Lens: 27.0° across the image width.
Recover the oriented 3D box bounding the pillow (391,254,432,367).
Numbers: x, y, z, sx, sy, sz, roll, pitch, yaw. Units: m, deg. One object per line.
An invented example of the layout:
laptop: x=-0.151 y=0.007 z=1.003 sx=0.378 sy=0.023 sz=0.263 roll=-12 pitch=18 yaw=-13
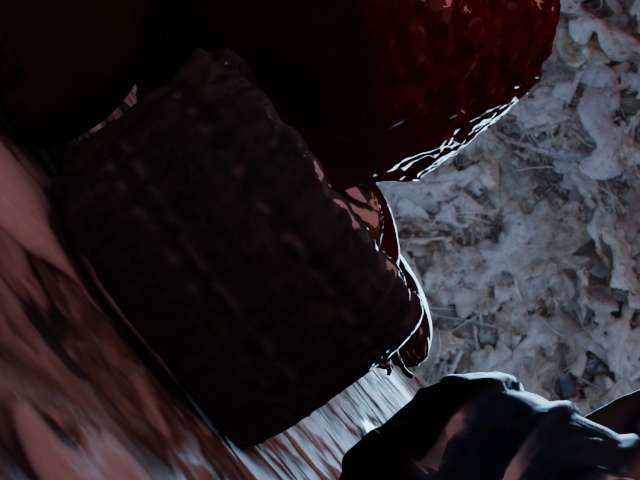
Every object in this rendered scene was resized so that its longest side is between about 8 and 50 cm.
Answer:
pillow: x=0.000 y=0.000 z=1.357 sx=0.308 sy=0.108 sz=0.305 roll=51 pitch=0 yaw=3

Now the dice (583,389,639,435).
dice: x=0.273 y=0.260 z=0.877 sx=0.251 sy=0.243 sz=0.259 roll=54 pitch=5 yaw=-32

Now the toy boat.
toy boat: x=0.088 y=0.129 z=0.518 sx=0.142 sy=0.129 sz=0.309 roll=37 pitch=-1 yaw=17

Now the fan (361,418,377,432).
fan: x=0.095 y=0.216 z=0.926 sx=0.233 sy=0.012 sz=0.415 roll=52 pitch=1 yaw=10

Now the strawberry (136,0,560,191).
strawberry: x=0.008 y=-0.140 z=0.675 sx=0.257 sy=0.257 sz=0.277 roll=51 pitch=15 yaw=-11

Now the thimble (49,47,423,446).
thimble: x=-0.032 y=0.004 z=0.552 sx=0.150 sy=0.097 sz=0.150 roll=53 pitch=2 yaw=-2

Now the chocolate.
chocolate: x=-0.128 y=-0.108 z=0.573 sx=0.133 sy=0.127 sz=0.124 roll=70 pitch=18 yaw=-51

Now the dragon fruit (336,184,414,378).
dragon fruit: x=0.001 y=0.017 z=0.874 sx=0.125 sy=0.125 sz=0.246 roll=47 pitch=-9 yaw=47

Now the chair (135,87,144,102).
chair: x=-0.095 y=-0.280 z=0.951 sx=0.410 sy=0.364 sz=0.362 roll=57 pitch=-2 yaw=-37
